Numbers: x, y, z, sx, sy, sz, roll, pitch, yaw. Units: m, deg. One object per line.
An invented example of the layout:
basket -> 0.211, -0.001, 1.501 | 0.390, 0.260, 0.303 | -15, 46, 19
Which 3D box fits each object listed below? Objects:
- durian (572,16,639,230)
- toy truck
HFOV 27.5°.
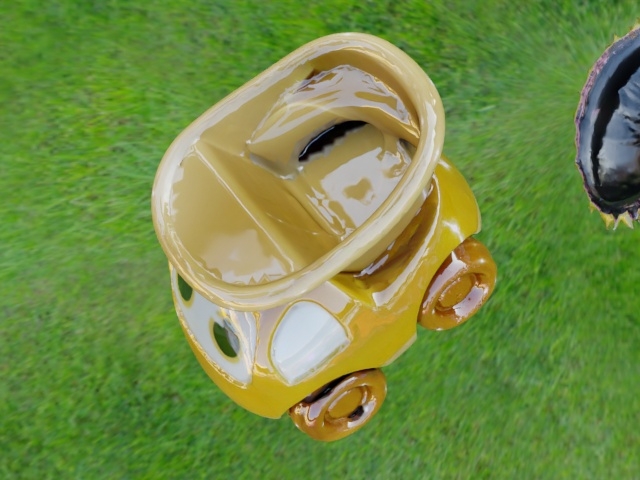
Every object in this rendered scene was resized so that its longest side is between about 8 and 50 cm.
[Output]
durian -> 0.268, -0.088, 1.001 | 0.119, 0.108, 0.186 | 18, 90, 52
toy truck -> 0.000, 0.000, 1.035 | 0.288, 0.211, 0.204 | -42, 54, 3
